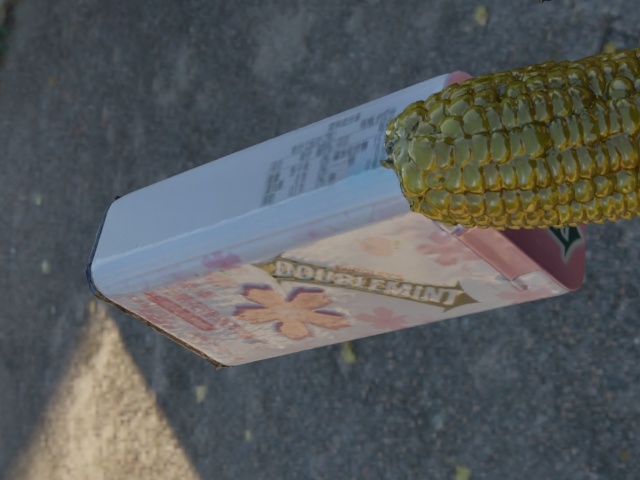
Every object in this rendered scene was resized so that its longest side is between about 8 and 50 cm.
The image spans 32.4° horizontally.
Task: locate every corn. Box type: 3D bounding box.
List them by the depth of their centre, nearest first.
[{"bbox_3d":[0.187,-0.059,0.586,0.102,0.313,0.101,168,90,-90],"label":"corn"}]

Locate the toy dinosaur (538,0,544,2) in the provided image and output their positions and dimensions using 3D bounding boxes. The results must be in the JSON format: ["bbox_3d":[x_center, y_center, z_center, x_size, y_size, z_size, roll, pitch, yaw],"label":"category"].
[{"bbox_3d":[0.069,-0.158,0.528,0.154,0.049,0.055,55,128,40],"label":"toy dinosaur"}]

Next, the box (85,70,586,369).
[{"bbox_3d":[0.000,0.000,0.868,0.370,0.190,0.112,-14,51,38],"label":"box"}]
